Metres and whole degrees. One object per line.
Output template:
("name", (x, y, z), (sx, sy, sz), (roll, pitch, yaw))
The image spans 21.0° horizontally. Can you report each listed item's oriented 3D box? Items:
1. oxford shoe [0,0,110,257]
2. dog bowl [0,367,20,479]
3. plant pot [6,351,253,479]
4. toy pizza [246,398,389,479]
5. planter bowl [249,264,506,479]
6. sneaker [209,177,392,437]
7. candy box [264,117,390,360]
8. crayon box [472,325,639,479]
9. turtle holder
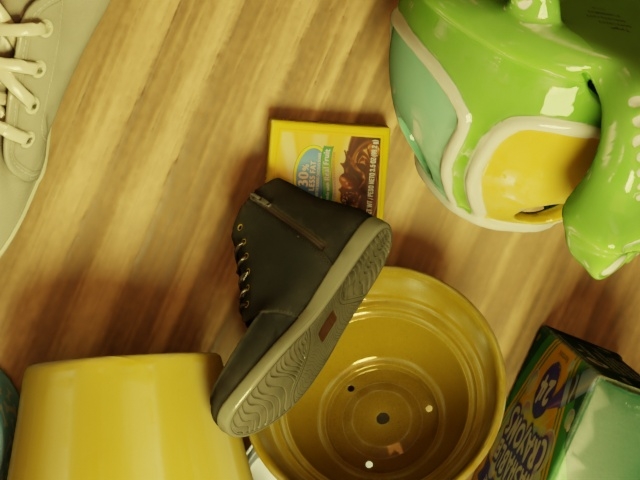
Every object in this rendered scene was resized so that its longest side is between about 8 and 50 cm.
("oxford shoe", (-0.265, -0.143, 1.362), (0.169, 0.130, 0.449), (26, 87, -13))
("dog bowl", (-0.370, 0.115, 1.437), (0.166, 0.074, 0.297), (-37, 98, -2))
("plant pot", (-0.156, 0.216, 1.408), (0.254, 0.254, 0.239), (-4, 84, -5))
("toy pizza", (0.017, 0.235, 1.525), (0.201, 0.032, 0.201), (-1, 100, -7))
("planter bowl", (0.048, 0.136, 1.440), (0.217, 0.090, 0.217), (-3, 66, 7))
("sneaker", (-0.046, 0.054, 1.405), (0.118, 0.083, 0.222), (25, 63, 24))
("candy box", (0.000, 0.000, 1.490), (0.105, 0.027, 0.206), (4, 98, -4))
("crayon box", (0.178, 0.249, 1.456), (0.083, 0.203, 0.323), (21, 96, -8))
("turtle holder", (0.190, -0.117, 1.362), (0.320, 0.243, 0.227), (37, 123, 30))
